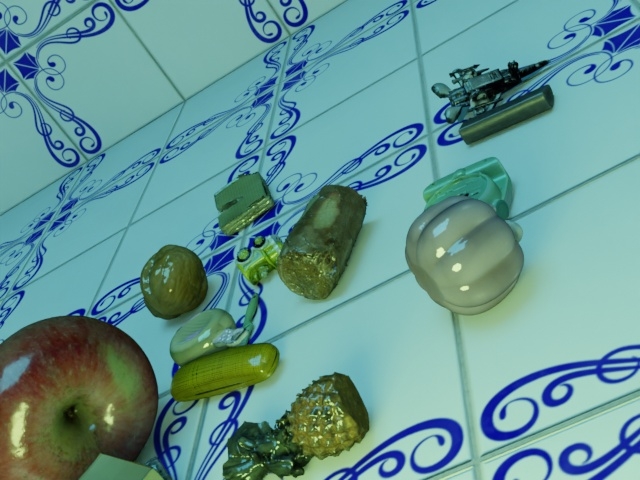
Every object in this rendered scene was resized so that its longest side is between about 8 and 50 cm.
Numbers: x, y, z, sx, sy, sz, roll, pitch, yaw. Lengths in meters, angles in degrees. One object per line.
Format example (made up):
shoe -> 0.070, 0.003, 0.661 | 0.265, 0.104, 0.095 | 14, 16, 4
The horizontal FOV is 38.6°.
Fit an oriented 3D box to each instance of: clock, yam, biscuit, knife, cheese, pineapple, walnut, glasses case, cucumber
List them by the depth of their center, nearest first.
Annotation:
pineapple -> -0.043, 0.285, 1.317 | 0.237, 0.111, 0.119 | -33, -7, 20
cucumber -> -0.290, 0.405, 1.467 | 0.112, 0.064, 0.064 | -41, 24, -11
clock -> 0.249, -0.050, 1.574 | 0.159, 0.066, 0.211 | -25, 27, 25
glasses case -> -0.172, 0.233, 1.623 | 0.234, 0.064, 0.079 | -19, 35, 32
cheese -> -0.203, 0.184, 1.724 | 0.137, 0.064, 0.227 | -49, 20, -28
yam -> 0.002, 0.001, 1.746 | 0.128, 0.129, 0.238 | 12, 43, 13
knife -> -0.140, 0.165, 1.765 | 0.030, 0.014, 0.207 | -25, 28, 24
glasses case -> 0.366, -0.249, 1.807 | 0.190, 0.042, 0.072 | -23, 20, 28
walnut -> -0.317, 0.091, 1.986 | 0.166, 0.149, 0.167 | -161, 90, -76
biscuit -> -0.196, -0.100, 2.279 | 0.147, 0.046, 0.250 | -36, 25, 4

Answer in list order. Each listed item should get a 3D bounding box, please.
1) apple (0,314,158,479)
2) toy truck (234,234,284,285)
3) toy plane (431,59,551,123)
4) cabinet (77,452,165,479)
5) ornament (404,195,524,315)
apple -> -0.457, 0.291, 1.593 | 0.345, 0.345, 0.269 | -48, 24, -24
toy truck -> -0.115, 0.042, 1.892 | 0.111, 0.076, 0.077 | -37, 48, 4
toy plane -> 0.364, -0.330, 1.914 | 0.246, 0.078, 0.169 | -26, 53, 13
cabinet -> -0.303, 0.440, 1.312 | 0.145, 0.150, 0.206 | -1, 41, 46
ornament -> 0.219, 0.017, 1.363 | 0.177, 0.177, 0.177 | -29, 25, 15
